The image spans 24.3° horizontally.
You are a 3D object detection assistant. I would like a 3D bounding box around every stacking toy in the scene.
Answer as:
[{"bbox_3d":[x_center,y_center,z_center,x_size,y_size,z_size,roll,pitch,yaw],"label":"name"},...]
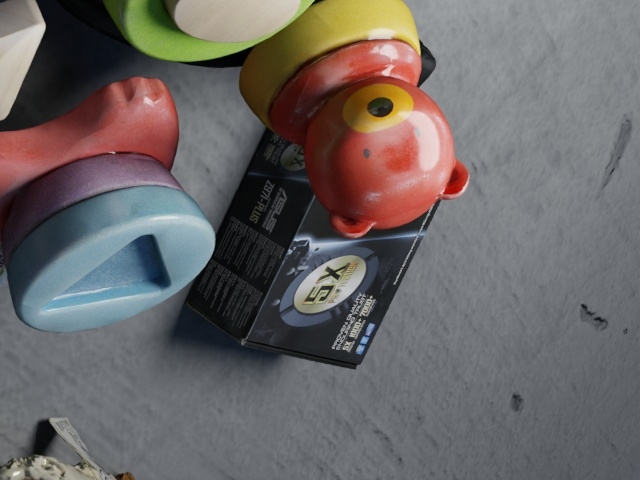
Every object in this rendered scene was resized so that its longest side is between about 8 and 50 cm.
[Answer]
[{"bbox_3d":[-0.073,-0.054,0.862,0.309,0.130,0.279,-26,157,2],"label":"stacking toy"}]

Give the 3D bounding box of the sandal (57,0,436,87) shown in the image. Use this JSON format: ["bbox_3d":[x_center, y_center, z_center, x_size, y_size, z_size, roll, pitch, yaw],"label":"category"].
[{"bbox_3d":[-0.081,-0.166,0.951,0.107,0.167,0.446,-48,142,15],"label":"sandal"}]

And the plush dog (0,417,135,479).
[{"bbox_3d":[-0.217,0.281,1.102,0.225,0.210,0.262,-40,110,-1],"label":"plush dog"}]

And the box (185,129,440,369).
[{"bbox_3d":[0.000,0.000,1.191,0.147,0.077,0.180,19,100,-49],"label":"box"}]

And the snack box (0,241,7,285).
[{"bbox_3d":[-0.247,0.002,0.970,0.100,0.037,0.141,31,90,-52],"label":"snack box"}]
